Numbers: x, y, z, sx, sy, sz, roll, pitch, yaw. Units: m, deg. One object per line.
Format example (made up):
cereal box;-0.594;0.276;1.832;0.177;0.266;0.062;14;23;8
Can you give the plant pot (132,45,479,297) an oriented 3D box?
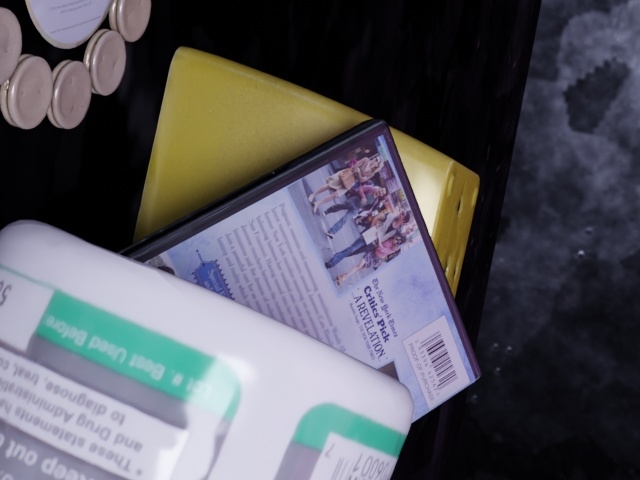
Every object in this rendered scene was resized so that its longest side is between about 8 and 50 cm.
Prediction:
plant pot;0.000;0.000;0.790;0.212;0.187;0.212;7;96;-73

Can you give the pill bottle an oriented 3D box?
pill bottle;-0.116;0.191;0.478;0.361;0.204;0.204;-66;163;-8

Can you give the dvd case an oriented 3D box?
dvd case;-0.035;0.063;0.640;0.253;0.022;0.180;-29;109;-21

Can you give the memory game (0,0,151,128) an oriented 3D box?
memory game;-0.127;-0.145;0.560;0.186;0.012;0.186;13;90;-73
